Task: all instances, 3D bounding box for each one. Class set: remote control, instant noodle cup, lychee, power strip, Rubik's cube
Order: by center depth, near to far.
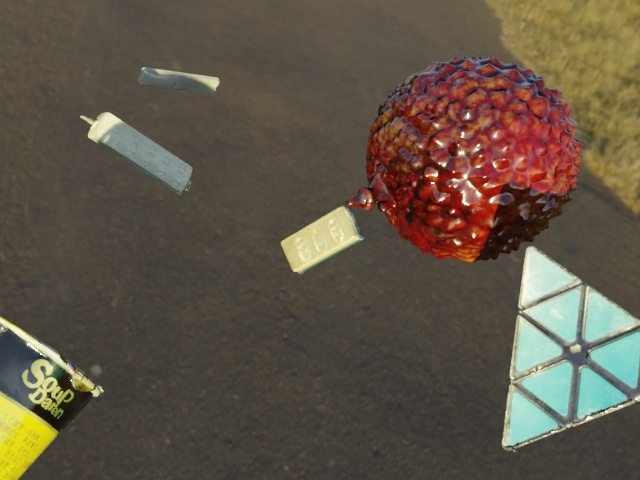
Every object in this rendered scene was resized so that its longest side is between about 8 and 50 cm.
[{"bbox_3d":[-0.419,0.221,1.133,0.215,0.215,0.236,29,71,10],"label":"instant noodle cup"},{"bbox_3d":[0.000,0.000,1.371,0.032,0.123,0.056,8,56,-61],"label":"power strip"},{"bbox_3d":[0.401,0.180,1.403,0.228,0.228,0.233,10,37,-11],"label":"Rubik's cube"},{"bbox_3d":[-0.351,-0.172,1.776,0.252,0.027,0.060,33,64,-24],"label":"power strip"},{"bbox_3d":[0.278,-0.153,1.843,0.499,0.425,0.425,-20,43,-8],"label":"lychee"},{"bbox_3d":[-0.324,-0.363,2.113,0.184,0.050,0.027,3,56,-24],"label":"remote control"}]
